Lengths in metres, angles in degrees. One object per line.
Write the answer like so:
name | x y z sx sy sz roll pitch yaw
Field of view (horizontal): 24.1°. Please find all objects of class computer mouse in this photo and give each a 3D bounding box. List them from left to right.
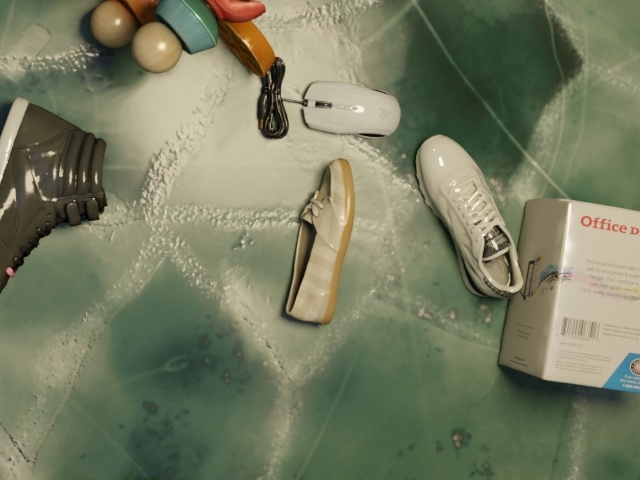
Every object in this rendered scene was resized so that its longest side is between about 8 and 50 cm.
computer mouse | 0.016 -0.177 1.949 0.193 0.042 0.106 5 90 -13

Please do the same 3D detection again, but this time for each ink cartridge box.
ink cartridge box | 0.356 0.071 1.969 0.171 0.168 0.233 10 90 -13

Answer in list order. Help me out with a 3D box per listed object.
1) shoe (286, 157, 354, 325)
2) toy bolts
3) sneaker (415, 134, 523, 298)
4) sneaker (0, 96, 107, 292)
shoe | 0.000 0.000 1.934 0.058 0.076 0.219 8 92 -18
toy bolts | -0.164 -0.248 1.819 0.158 0.228 0.218 -41 108 -9
sneaker | 0.204 -0.034 1.971 0.090 0.095 0.235 -28 96 -9
sneaker | -0.346 -0.017 1.840 0.147 0.104 0.296 16 84 -8
